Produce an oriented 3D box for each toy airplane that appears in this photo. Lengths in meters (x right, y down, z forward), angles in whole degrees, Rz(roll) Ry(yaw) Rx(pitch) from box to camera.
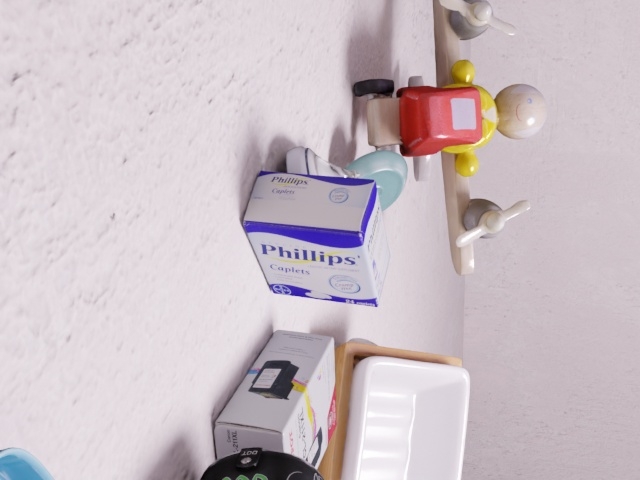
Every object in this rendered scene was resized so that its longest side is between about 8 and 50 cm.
[{"bbox_3d":[0.225,-0.191,1.239,0.386,0.272,0.384,68,24,-47],"label":"toy airplane"}]

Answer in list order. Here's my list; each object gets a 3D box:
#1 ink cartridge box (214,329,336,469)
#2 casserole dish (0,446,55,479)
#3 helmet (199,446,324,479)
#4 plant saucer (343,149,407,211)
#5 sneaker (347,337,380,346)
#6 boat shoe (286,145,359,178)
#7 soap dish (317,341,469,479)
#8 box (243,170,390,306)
[{"bbox_3d":[-0.041,0.196,0.814,0.175,0.072,0.127,-56,147,-60],"label":"ink cartridge box"},{"bbox_3d":[-0.177,0.191,0.417,0.188,0.037,0.114,78,24,-43],"label":"casserole dish"},{"bbox_3d":[-0.052,0.280,0.646,0.161,0.169,0.169,-90,174,-52],"label":"helmet"},{"bbox_3d":[0.072,-0.071,1.056,0.119,0.119,0.021,74,-11,-51],"label":"plant saucer"},{"bbox_3d":[0.064,0.261,1.171,0.115,0.090,0.232,-43,132,-52],"label":"sneaker"},{"bbox_3d":[0.017,-0.061,0.908,0.226,0.076,0.083,41,41,-75],"label":"boat shoe"},{"bbox_3d":[0.088,0.295,1.059,0.229,0.118,0.290,13,80,-37],"label":"soap dish"},{"bbox_3d":[0.000,0.000,0.802,0.137,0.126,0.072,72,29,-52],"label":"box"}]
